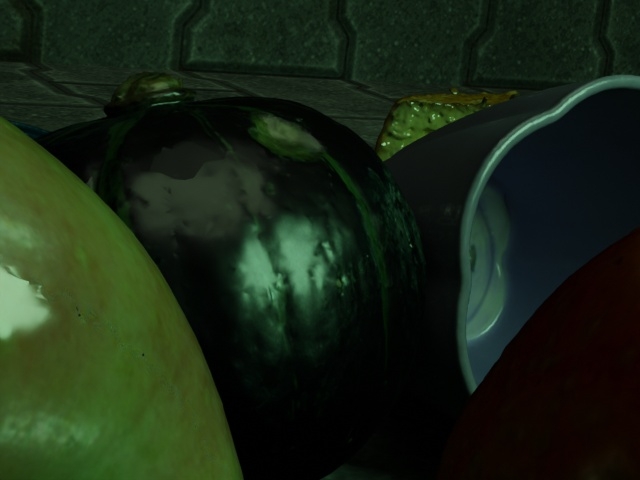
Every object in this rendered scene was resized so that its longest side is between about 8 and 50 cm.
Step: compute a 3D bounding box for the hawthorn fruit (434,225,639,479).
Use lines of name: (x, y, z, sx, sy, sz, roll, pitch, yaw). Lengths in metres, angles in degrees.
hawthorn fruit: (0.197, 0.091, 0.596, 0.254, 0.300, 0.254, 31, 21, -13)

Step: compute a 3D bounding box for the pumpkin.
pumpkin: (-0.083, 0.020, 0.842, 0.315, 0.238, 0.315, -12, 9, 2)

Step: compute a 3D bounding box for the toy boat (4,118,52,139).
toy boat: (-0.352, -0.081, 1.455, 0.299, 0.096, 0.062, 13, 0, -37)

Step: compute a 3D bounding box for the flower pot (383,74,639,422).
flower pot: (0.137, 0.027, 1.009, 0.265, 0.265, 0.243, -1, 1, -28)

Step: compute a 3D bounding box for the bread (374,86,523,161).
bread: (0.212, -0.070, 1.525, 0.340, 0.194, 0.179, 4, 14, 6)

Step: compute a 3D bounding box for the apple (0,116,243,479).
apple: (-0.191, 0.094, 0.401, 0.277, 0.319, 0.319, 1, 6, 41)
